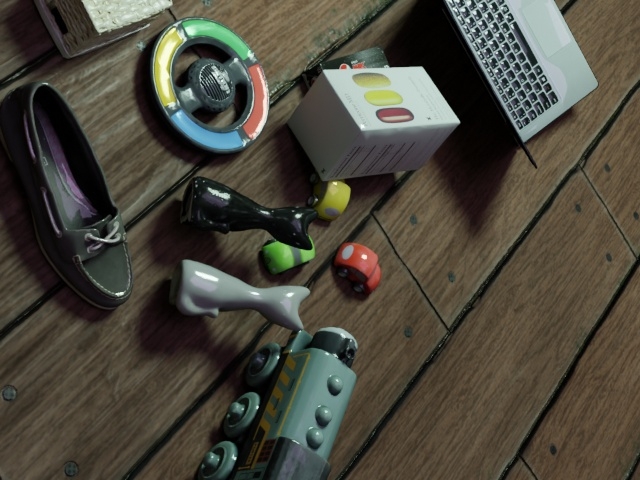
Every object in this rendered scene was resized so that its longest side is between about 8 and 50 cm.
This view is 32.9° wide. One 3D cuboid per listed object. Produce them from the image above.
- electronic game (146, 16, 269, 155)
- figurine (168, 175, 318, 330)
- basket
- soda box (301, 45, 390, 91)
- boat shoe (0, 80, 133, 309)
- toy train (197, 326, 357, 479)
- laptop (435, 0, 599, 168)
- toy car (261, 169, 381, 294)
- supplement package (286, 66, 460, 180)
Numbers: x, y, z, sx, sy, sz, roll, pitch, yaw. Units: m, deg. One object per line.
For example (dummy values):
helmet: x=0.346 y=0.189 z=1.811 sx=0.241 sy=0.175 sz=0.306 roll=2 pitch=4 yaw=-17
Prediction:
electronic game: x=-0.175 y=-0.246 z=1.725 sx=0.229 sy=0.048 sz=0.229 roll=13 pitch=68 yaw=-37
figurine: x=-0.109 y=0.027 z=1.629 sx=0.209 sy=0.092 sz=0.215 roll=12 pitch=69 yaw=-17
basket: x=-0.318 y=-0.356 z=1.599 sx=0.167 sy=0.103 sz=0.113 roll=-34 pitch=101 yaw=-42
soda box: x=0.049 y=-0.298 z=1.927 sx=0.169 sy=0.053 sz=0.060 roll=-24 pitch=93 yaw=-43
boat shoe: x=-0.343 y=-0.061 z=1.494 sx=0.112 sy=0.095 sz=0.335 roll=-31 pitch=98 yaw=-42
toy train: x=-0.048 y=0.273 z=1.583 sx=0.142 sy=0.190 sz=0.334 roll=41 pitch=55 yaw=-25
laptop: x=0.398 y=-0.389 z=2.119 sx=0.408 sy=0.236 sz=0.382 roll=-36 pitch=102 yaw=-23
toy car: x=0.000 y=0.000 z=1.797 sx=0.225 sy=0.053 sz=0.239 roll=-23 pitch=93 yaw=-42
supplement package: x=0.091 y=-0.202 z=1.856 sx=0.244 sy=0.134 sz=0.139 roll=-11 pitch=60 yaw=-42
